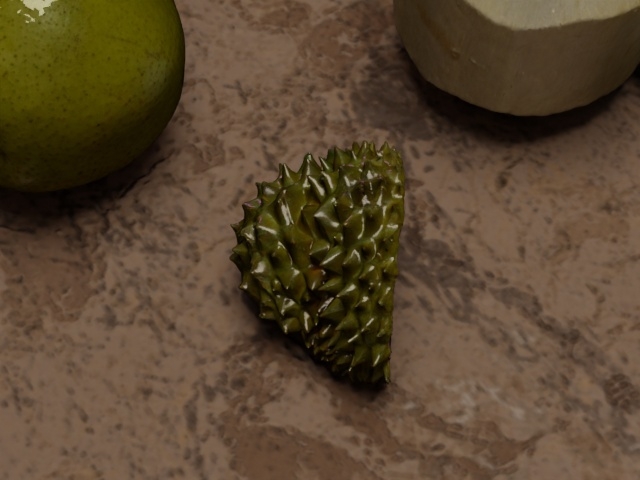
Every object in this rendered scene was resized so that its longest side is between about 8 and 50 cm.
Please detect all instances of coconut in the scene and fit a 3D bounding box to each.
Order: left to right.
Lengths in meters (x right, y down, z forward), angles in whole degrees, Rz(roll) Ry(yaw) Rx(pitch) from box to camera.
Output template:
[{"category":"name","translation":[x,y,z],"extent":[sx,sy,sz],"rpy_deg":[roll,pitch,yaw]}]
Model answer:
[{"category":"coconut","translation":[0.151,-0.202,1.361],"extent":[0.202,0.222,0.202],"rpy_deg":[4,54,-5]}]

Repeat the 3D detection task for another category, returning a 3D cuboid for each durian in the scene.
[{"category":"durian","translation":[-0.004,0.000,1.265],"extent":[0.108,0.119,0.186],"rpy_deg":[3,54,-5]}]

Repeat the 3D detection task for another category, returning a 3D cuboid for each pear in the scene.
[{"category":"pear","translation":[-0.183,-0.133,1.321],"extent":[0.198,0.198,0.198],"rpy_deg":[1,52,-1]}]
